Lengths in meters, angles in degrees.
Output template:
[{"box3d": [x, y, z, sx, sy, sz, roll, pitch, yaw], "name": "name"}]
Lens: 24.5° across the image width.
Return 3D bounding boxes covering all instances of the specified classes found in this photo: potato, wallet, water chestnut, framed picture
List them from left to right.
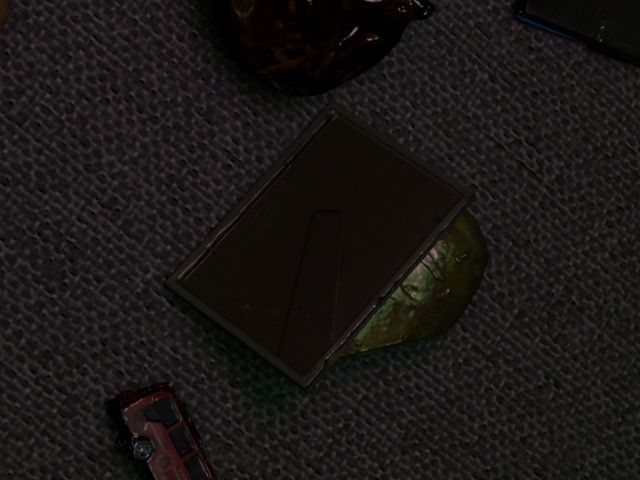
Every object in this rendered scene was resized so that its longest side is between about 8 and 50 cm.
[{"box3d": [0.000, 0.000, 1.873, 0.247, 0.022, 0.335, 35, 74, 24], "name": "framed picture"}, {"box3d": [0.015, -0.320, 1.829, 0.300, 0.300, 0.300, 0, 89, -20], "name": "water chestnut"}, {"box3d": [0.093, 0.065, 1.923, 0.298, 0.141, 0.176, -38, 86, -11], "name": "potato"}, {"box3d": [0.428, -0.342, 2.098, 0.317, 0.044, 0.169, 16, 80, -20], "name": "wallet"}]

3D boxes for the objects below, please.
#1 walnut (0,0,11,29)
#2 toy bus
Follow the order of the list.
[{"box3d": [-0.483, -0.318, 1.657, 0.285, 0.285, 0.296, 3, 108, -19], "name": "walnut"}, {"box3d": [-0.186, 0.290, 1.857, 0.096, 0.073, 0.235, -28, 99, -27], "name": "toy bus"}]
